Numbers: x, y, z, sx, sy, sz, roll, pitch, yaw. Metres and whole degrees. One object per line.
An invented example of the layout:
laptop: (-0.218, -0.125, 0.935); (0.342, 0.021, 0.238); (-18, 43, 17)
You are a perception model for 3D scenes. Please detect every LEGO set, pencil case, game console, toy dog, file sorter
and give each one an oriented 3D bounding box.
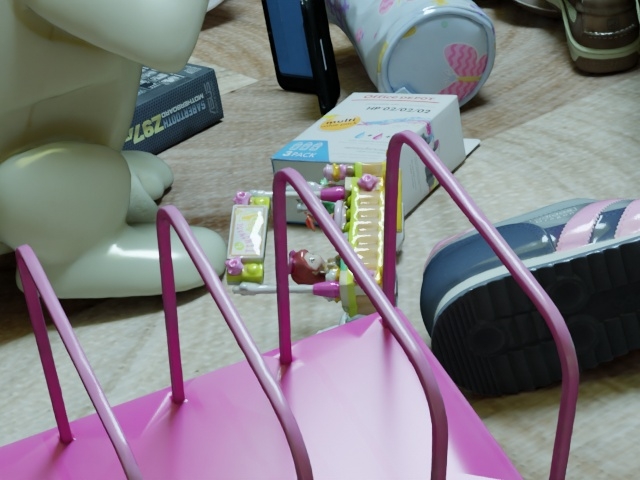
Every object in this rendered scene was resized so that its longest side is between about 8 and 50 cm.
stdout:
LEGO set: (0.000, 0.000, 1.076); (0.107, 0.132, 0.287); (-1, 26, 5)
pencil case: (0.066, -0.224, 1.514); (0.124, 0.113, 0.273); (-33, 37, -1)
game console: (-0.026, -0.187, 1.512); (0.071, 0.122, 0.107); (-6, 25, 12)
toy dog: (-0.257, -0.189, 1.217); (0.395, 0.408, 0.284); (-4, 21, -8)
file sorter: (-0.044, 0.091, 0.782); (0.290, 0.182, 0.202); (-19, 45, -17)

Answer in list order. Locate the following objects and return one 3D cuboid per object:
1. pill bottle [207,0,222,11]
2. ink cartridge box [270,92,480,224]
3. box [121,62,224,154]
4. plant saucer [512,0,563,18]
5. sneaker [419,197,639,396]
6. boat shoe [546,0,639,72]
pill bottle: (-0.207, -0.395, 1.932); (0.210, 0.210, 0.363); (-15, 25, -10)
ink cartridge box: (0.051, -0.076, 1.314); (0.104, 0.062, 0.181); (5, 28, 30)
box: (-0.239, -0.128, 1.546); (0.232, 0.059, 0.183); (15, 34, 42)
plant saucer: (0.265, -0.286, 1.668); (0.168, 0.029, 0.168); (-5, 45, 5)
sneaker: (0.218, 0.003, 1.016); (0.319, 0.112, 0.131); (-10, 27, -1)
boat shoe: (0.266, -0.267, 1.544); (0.095, 0.095, 0.257); (-11, 36, 0)
